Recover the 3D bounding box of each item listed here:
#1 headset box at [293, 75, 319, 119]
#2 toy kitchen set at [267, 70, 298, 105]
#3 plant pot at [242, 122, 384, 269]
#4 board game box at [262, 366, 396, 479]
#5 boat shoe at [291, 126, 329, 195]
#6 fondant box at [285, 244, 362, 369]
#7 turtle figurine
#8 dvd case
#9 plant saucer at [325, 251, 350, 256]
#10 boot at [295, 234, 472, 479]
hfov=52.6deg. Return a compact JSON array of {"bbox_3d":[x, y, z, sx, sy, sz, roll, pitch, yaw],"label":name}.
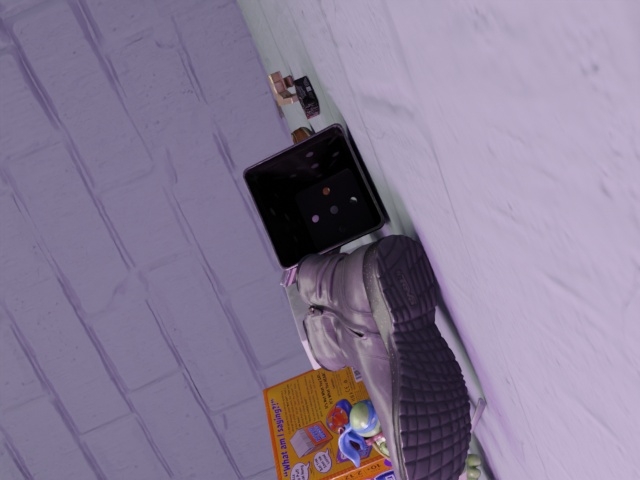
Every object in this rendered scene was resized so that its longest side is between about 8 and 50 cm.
[{"bbox_3d":[-0.028,-0.300,1.371,0.083,0.032,0.062,79,168,-78],"label":"headset box"},{"bbox_3d":[-0.080,-0.406,1.691,0.075,0.068,0.083,9,126,56],"label":"toy kitchen set"},{"bbox_3d":[0.006,-0.063,1.128,0.188,0.188,0.167,67,-168,12],"label":"plant pot"},{"bbox_3d":[0.086,0.593,1.855,0.356,0.356,0.356,-108,-7,-49],"label":"board game box"},{"bbox_3d":[-0.032,-0.181,1.734,0.122,0.120,0.324,68,178,-49],"label":"boat shoe"},{"bbox_3d":[0.050,0.157,1.639,0.330,0.238,0.096,-115,4,-62],"label":"fondant box"},{"bbox_3d":[0.185,0.269,0.994,0.198,0.274,0.266,34,176,44],"label":"turtle figurine"},{"bbox_3d":[0.000,0.000,1.345,0.018,0.164,0.221,26,-160,23],"label":"dvd case"},{"bbox_3d":[0.097,0.143,1.241,0.332,0.084,0.332,49,174,7],"label":"plant saucer"},{"bbox_3d":[0.074,0.168,0.881,0.223,0.118,0.337,-21,73,55],"label":"boot"}]
